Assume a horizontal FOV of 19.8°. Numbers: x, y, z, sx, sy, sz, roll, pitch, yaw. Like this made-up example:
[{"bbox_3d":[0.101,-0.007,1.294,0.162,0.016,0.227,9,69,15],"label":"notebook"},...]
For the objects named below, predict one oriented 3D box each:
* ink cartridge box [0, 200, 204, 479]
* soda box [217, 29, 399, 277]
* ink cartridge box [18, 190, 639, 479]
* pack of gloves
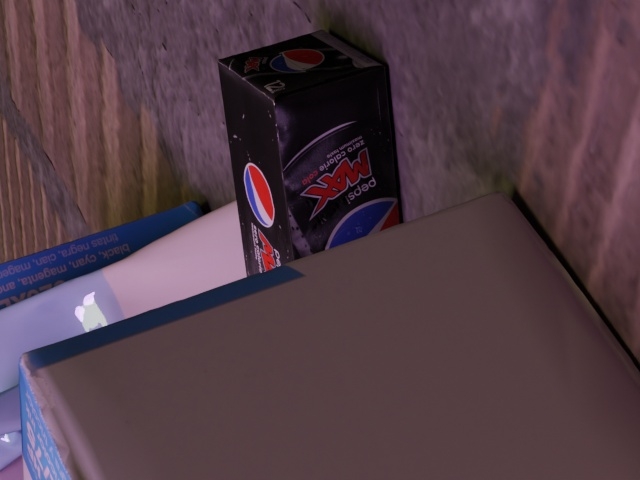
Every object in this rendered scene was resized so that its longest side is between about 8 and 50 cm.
[{"bbox_3d":[-0.124,0.126,1.035,0.233,0.168,0.171,69,158,5],"label":"ink cartridge box"},{"bbox_3d":[0.000,0.000,0.791,0.060,0.053,0.169,39,142,54],"label":"soda box"},{"bbox_3d":[0.012,0.161,0.693,0.197,0.198,0.270,58,154,31],"label":"ink cartridge box"},{"bbox_3d":[-0.096,0.109,0.891,0.195,0.232,0.046,67,-169,6],"label":"pack of gloves"}]
